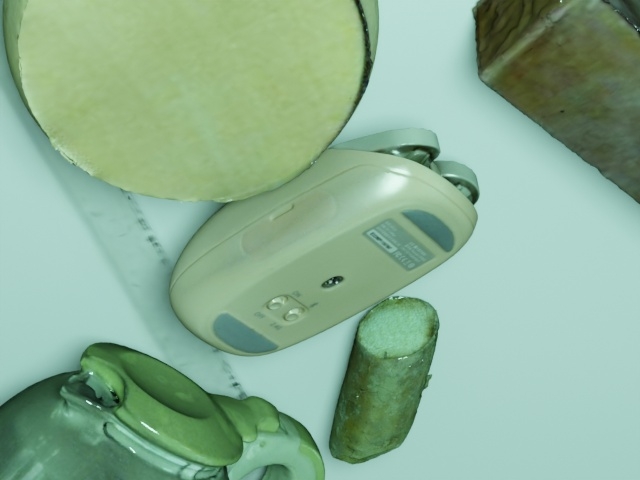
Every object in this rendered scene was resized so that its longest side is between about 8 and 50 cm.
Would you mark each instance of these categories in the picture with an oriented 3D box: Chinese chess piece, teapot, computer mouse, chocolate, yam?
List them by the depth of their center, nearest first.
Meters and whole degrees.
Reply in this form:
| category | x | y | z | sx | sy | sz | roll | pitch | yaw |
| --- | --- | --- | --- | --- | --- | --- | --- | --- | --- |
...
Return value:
| category | x | y | z | sx | sy | sz | roll | pitch | yaw |
| --- | --- | --- | --- | --- | --- | --- | --- | --- | --- |
| Chinese chess piece | -0.085 | -0.142 | 1.115 | 0.250 | 0.103 | 0.250 | -4 | 127 | -5 |
| chocolate | 0.249 | -0.086 | 1.199 | 0.321 | 0.112 | 0.112 | 33 | 124 | -27 |
| computer mouse | 0.000 | 0.000 | 1.225 | 0.236 | 0.082 | 0.145 | -32 | 145 | 17 |
| teapot | -0.136 | 0.220 | 1.295 | 0.321 | 0.239 | 0.239 | 30 | 104 | -20 |
| yam | 0.051 | 0.117 | 1.339 | 0.070 | 0.070 | 0.146 | 5 | 123 | -11 |
